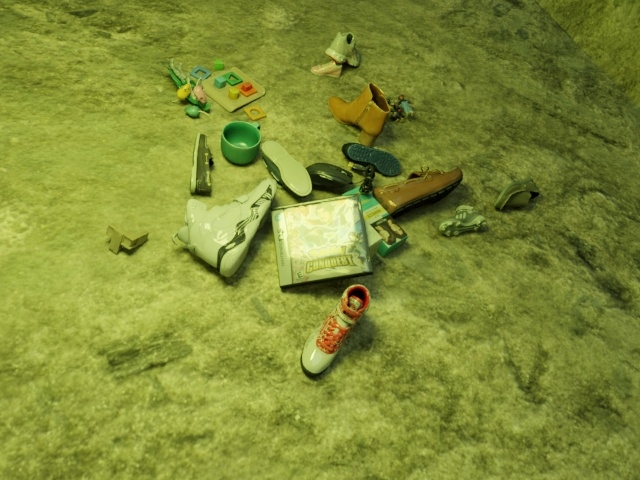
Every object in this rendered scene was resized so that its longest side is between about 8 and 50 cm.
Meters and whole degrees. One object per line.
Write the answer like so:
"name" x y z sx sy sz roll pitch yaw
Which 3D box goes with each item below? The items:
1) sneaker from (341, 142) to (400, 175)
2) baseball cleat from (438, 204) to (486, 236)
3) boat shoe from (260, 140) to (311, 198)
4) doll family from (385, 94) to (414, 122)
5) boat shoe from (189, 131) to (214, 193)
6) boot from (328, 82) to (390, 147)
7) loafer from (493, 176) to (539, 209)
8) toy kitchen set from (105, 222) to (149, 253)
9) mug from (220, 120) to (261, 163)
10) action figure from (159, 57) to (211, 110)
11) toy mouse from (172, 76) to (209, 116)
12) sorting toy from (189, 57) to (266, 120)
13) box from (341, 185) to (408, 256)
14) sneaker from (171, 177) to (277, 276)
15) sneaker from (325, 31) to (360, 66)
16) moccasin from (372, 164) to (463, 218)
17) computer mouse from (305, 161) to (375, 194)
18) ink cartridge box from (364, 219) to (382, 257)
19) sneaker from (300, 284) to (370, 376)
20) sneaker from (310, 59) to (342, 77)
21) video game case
"sneaker" 0.185 -0.307 1.769 0.232 0.082 0.090 19 11 -26
"baseball cleat" 0.490 -0.072 1.716 0.205 0.072 0.110 -4 43 -25
"boat shoe" -0.119 -0.226 1.613 0.095 0.079 0.254 -32 67 -28
"doll family" 0.299 -0.548 1.984 0.192 0.076 0.112 -4 53 -26
"boat shoe" -0.379 -0.249 1.551 0.068 0.081 0.228 6 61 -17
"boot" 0.150 -0.518 1.823 0.104 0.211 0.295 -22 64 -30
"loafer" 0.763 -0.173 1.846 0.251 0.094 0.087 -25 62 -31
"toy kitchen set" -0.547 -0.005 1.348 0.083 0.068 0.075 32 24 6
"mug" -0.260 -0.326 1.628 0.157 0.097 0.130 -16 61 -27
"action figure" -0.468 -0.556 1.736 0.232 0.063 0.137 52 22 12
"toy mouse" -0.441 -0.483 1.670 0.143 0.161 0.031 51 30 1
"sorting toy" -0.331 -0.584 1.821 0.347 0.047 0.196 39 53 11
"box" 0.173 -0.067 1.604 0.100 0.060 0.244 -28 67 -31
"sneaker" -0.274 -0.082 1.422 0.210 0.137 0.366 26 55 -2
"sneaker" 0.124 -0.824 2.055 0.099 0.121 0.262 37 29 11
"moccasin" 0.352 -0.194 1.716 0.379 0.139 0.147 -23 73 -19
"computer mouse" 0.067 -0.245 1.664 0.261 0.060 0.184 12 37 12
"ink cartridge box" 0.096 -0.019 1.502 0.072 0.127 0.175 -30 69 -31
"sneaker" 0.043 0.231 1.296 0.090 0.145 0.270 35 53 9
"sneaker" 0.028 -0.733 2.028 0.134 0.070 0.051 3 57 -14
"video game case" 0.000 0.000 1.416 0.274 0.035 0.249 -10 72 4
